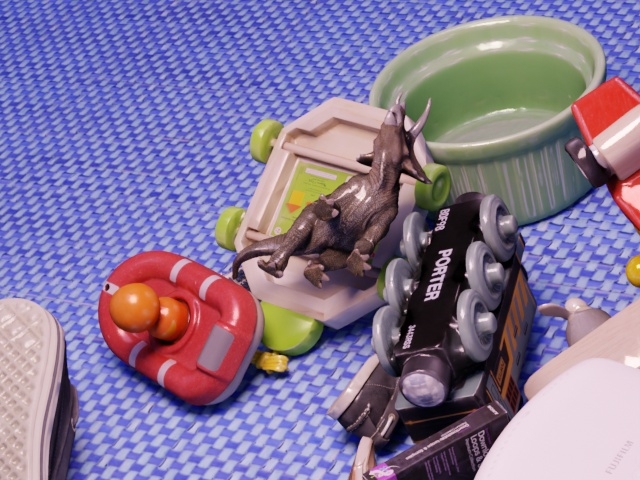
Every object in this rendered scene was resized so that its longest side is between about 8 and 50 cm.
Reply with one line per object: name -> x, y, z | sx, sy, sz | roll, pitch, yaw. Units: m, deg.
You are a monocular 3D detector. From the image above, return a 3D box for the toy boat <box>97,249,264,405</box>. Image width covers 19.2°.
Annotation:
toy boat -> -0.187, 0.090, 2.224 | 0.231, 0.151, 0.151 | 26, 90, 45

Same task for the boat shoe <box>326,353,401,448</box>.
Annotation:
boat shoe -> 0.092, 0.148, 2.140 | 0.079, 0.084, 0.233 | 36, 43, 5

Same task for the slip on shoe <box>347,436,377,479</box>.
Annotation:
slip on shoe -> 0.049, 0.264, 2.004 | 0.041, 0.051, 0.135 | 15, 34, -2

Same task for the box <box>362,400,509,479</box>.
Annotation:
box -> 0.128, 0.247, 1.929 | 0.162, 0.116, 0.029 | -28, 37, -16

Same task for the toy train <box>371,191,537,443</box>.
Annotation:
toy train -> 0.156, 0.092, 2.070 | 0.142, 0.190, 0.334 | -13, 31, 23

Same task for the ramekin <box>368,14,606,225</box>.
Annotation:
ramekin -> 0.224, -0.146, 2.414 | 0.303, 0.148, 0.303 | -11, 35, 8

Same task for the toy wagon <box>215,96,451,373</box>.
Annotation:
toy wagon -> 0.000, 0.000, 2.272 | 0.267, 0.068, 0.344 | 17, 82, 33

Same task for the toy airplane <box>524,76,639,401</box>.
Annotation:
toy airplane -> 0.433, 0.029, 2.022 | 0.386, 0.272, 0.384 | 8, 78, 19

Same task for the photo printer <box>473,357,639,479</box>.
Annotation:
photo printer -> 0.307, 0.247, 1.827 | 0.307, 0.107, 0.256 | 20, 52, 33

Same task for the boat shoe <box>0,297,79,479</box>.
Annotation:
boat shoe -> -0.361, 0.300, 2.040 | 0.186, 0.156, 0.500 | -2, 52, 12

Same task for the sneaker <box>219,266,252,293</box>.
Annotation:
sneaker -> -0.122, 0.058, 2.364 | 0.135, 0.052, 0.058 | -23, 27, -12

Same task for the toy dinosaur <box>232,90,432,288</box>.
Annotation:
toy dinosaur -> 0.024, -0.018, 2.152 | 0.313, 0.121, 0.160 | -45, -2, 40
